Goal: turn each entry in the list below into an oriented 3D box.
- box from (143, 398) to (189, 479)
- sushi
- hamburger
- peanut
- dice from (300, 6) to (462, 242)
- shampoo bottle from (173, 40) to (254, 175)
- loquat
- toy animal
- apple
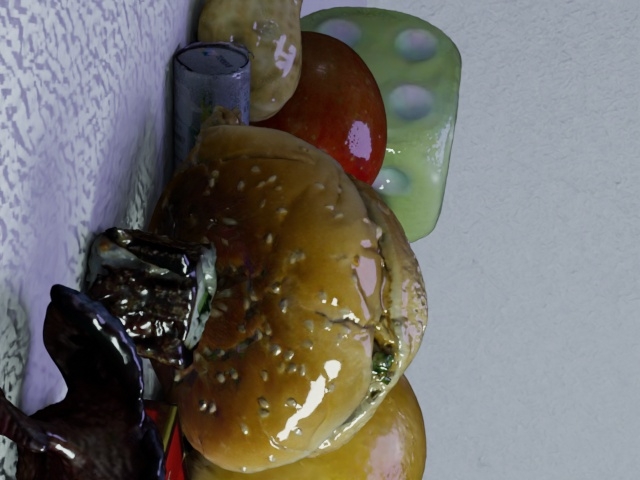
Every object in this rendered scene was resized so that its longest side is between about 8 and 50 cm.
[{"bbox_3d":[-0.148,0.247,0.904,0.239,0.074,0.153,90,13,-49],"label":"box"},{"bbox_3d":[-0.120,0.038,0.816,0.098,0.084,0.094,-20,122,-79],"label":"sushi"},{"bbox_3d":[-0.037,0.037,0.913,0.146,0.243,0.286,10,76,-44],"label":"hamburger"},{"bbox_3d":[-0.059,-0.221,1.047,0.103,0.098,0.229,-144,-122,-83],"label":"peanut"},{"bbox_3d":[0.059,-0.151,1.616,0.254,0.250,0.252,92,9,-53],"label":"dice"},{"bbox_3d":[-0.097,-0.065,1.026,0.072,0.072,0.214,-75,171,-56],"label":"shampoo bottle"},{"bbox_3d":[-0.029,0.198,1.109,0.263,0.263,0.263,8,90,-85],"label":"loquat"},{"bbox_3d":[-0.129,0.133,0.679,0.179,0.116,0.218,-2,93,-84],"label":"toy animal"},{"bbox_3d":[-0.023,-0.112,1.177,0.181,0.181,0.168,92,-6,-47],"label":"apple"}]
